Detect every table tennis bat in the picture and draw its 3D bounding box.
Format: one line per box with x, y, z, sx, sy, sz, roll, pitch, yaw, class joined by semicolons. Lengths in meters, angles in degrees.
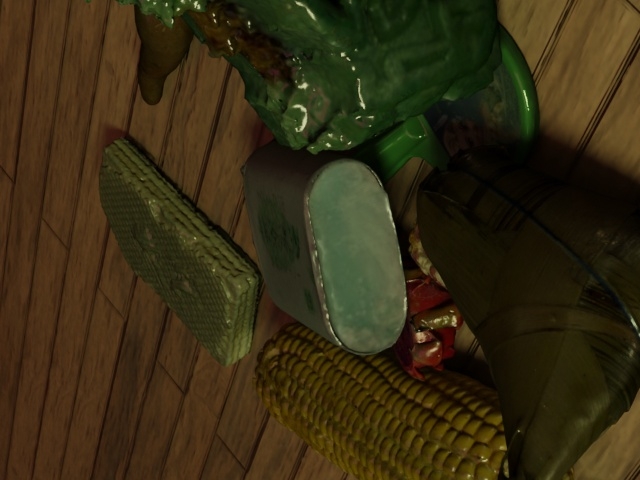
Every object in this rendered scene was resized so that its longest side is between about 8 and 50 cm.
0.095;-0.104;1.471;0.160;0.039;0.257;60;148;5;table tennis bat

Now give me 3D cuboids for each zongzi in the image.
0.125;0.060;1.292;0.260;0.289;0.123;25;141;34;zongzi

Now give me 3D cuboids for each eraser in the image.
0.000;0.000;1.581;0.227;0.081;0.174;-155;50;-74;eraser

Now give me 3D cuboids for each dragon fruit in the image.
0.095;0.063;1.568;0.126;0.068;0.112;-140;38;-71;dragon fruit

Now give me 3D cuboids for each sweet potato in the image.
-0.160;-0.204;1.753;0.249;0.059;0.069;102;151;-53;sweet potato

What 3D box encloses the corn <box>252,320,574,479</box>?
0.084;0.175;1.624;0.387;0.144;0.144;25;135;52;corn

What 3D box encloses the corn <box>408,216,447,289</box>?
0.168;0.048;1.455;0.237;0.079;0.079;41;145;25;corn

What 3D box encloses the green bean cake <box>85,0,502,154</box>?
-0.028;-0.215;1.279;0.169;0.300;0.308;7;116;54;green bean cake

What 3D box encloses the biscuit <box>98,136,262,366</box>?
-0.164;0.012;1.944;0.252;0.052;0.150;46;148;24;biscuit
